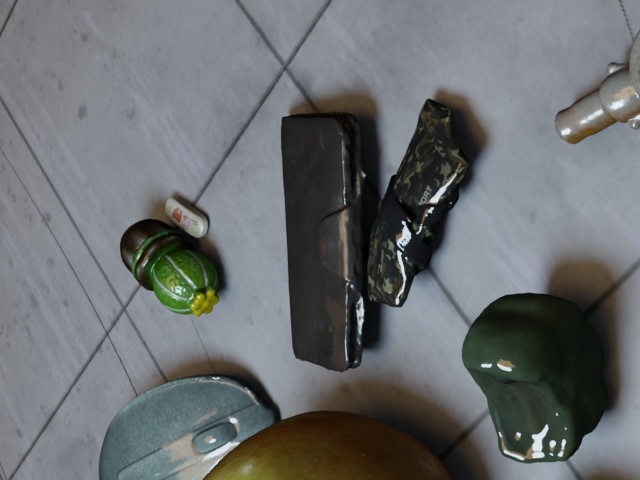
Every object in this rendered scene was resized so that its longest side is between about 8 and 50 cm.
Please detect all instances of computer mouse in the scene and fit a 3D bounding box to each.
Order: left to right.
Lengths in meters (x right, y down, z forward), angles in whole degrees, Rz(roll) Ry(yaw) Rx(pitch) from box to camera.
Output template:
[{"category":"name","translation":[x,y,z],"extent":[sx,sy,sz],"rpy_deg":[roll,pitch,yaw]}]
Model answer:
[{"category":"computer mouse","translation":[-0.204,0.311,1.799],"extent":[0.374,0.114,0.203],"rpy_deg":[-38,70,40]}]

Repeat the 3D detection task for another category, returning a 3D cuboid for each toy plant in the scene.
[{"category":"toy plant","translation":[-0.200,0.042,1.766],"extent":[0.162,0.092,0.093],"rpy_deg":[42,123,32]}]

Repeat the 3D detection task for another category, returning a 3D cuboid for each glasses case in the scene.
[{"category":"glasses case","translation":[-0.185,-0.032,1.790],"extent":[0.083,0.021,0.032],"rpy_deg":[34,117,36]}]

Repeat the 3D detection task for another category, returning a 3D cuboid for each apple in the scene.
[{"category":"apple","translation":[-0.009,0.367,1.482],"extent":[0.338,0.305,0.339],"rpy_deg":[10,104,45]}]

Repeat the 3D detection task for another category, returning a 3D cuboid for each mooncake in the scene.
[{"category":"mooncake","translation":[0.217,0.140,1.324],"extent":[0.104,0.175,0.169],"rpy_deg":[7,76,43]}]

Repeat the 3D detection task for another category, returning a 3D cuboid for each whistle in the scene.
[{"category":"whistle","translation":[0.316,-0.154,1.255],"extent":[0.220,0.057,0.107],"rpy_deg":[-29,77,45]}]

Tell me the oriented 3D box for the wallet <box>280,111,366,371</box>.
[{"category":"wallet","translation":[0.000,0.000,1.577],"extent":[0.165,0.042,0.310],"rpy_deg":[11,104,63]}]

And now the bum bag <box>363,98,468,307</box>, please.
[{"category":"bum bag","translation":[0.105,-0.033,1.471],"extent":[0.102,0.069,0.248],"rpy_deg":[-104,28,-60]}]
